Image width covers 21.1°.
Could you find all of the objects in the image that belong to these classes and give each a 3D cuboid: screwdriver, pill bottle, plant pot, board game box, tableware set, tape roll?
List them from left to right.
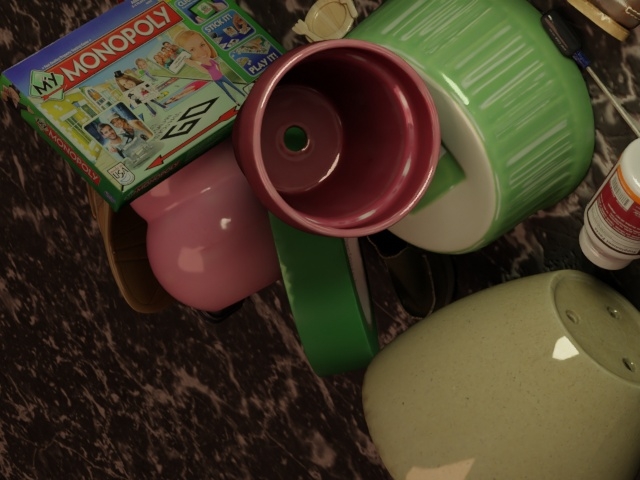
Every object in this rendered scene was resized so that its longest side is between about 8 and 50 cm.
[{"bbox_3d":[-0.200,-0.192,2.078,0.213,0.317,0.046,44,145,12],"label":"board game box"},{"bbox_3d":[-0.004,-0.105,1.767,0.201,0.201,0.180,61,162,-14],"label":"plant pot"},{"bbox_3d":[0.000,0.000,2.054,0.321,0.077,0.321,-12,-90,-85],"label":"tape roll"},{"bbox_3d":[0.026,-0.292,1.843,0.020,0.168,0.141,35,-161,-48],"label":"tableware set"},{"bbox_3d":[0.286,-0.170,1.767,0.170,0.024,0.025,48,120,-4],"label":"screwdriver"},{"bbox_3d":[0.326,-0.035,1.780,0.086,0.086,0.152,45,148,12],"label":"pill bottle"}]

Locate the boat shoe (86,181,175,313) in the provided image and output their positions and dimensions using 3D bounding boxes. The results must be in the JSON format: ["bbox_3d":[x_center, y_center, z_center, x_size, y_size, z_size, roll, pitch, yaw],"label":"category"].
[{"bbox_3d":[-0.270,-0.065,2.454,0.110,0.121,0.341,174,87,-68],"label":"boat shoe"}]

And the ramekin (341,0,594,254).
[{"bbox_3d":[0.134,-0.132,1.870,0.303,0.148,0.303,33,143,29],"label":"ramekin"}]

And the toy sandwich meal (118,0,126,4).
[{"bbox_3d":[-0.260,-0.331,2.290,0.085,0.029,0.086,33,143,29],"label":"toy sandwich meal"}]

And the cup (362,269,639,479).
[{"bbox_3d":[0.249,0.170,1.917,0.331,0.331,0.237,47,122,9],"label":"cup"}]

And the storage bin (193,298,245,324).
[{"bbox_3d":[-0.163,0.040,2.484,0.135,0.098,0.091,47,137,9],"label":"storage bin"}]

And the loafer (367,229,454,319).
[{"bbox_3d":[0.096,0.001,2.108,0.094,0.087,0.251,18,134,42],"label":"loafer"}]

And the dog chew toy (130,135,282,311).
[{"bbox_3d":[-0.169,-0.076,2.281,0.206,0.206,0.332,-27,91,58],"label":"dog chew toy"}]

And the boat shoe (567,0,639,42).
[{"bbox_3d":[0.240,-0.281,1.675,0.207,0.073,0.073,39,109,15],"label":"boat shoe"}]
